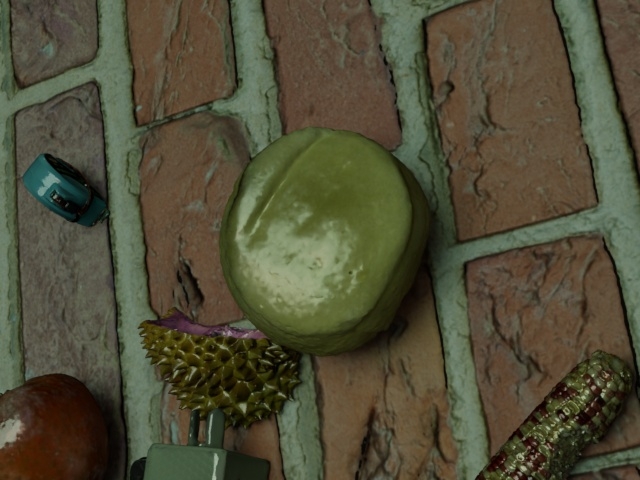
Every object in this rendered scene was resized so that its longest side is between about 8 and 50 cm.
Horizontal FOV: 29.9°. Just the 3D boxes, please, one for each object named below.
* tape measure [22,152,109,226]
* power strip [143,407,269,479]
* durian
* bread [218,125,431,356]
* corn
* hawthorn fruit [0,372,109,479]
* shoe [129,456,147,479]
[{"bbox_3d":[-0.443,-0.091,2.056,0.081,0.125,0.146,-51,57,8],"label":"tape measure"},{"bbox_3d":[-0.168,0.358,1.745,0.139,0.140,0.224,-1,73,30],"label":"power strip"},{"bbox_3d":[-0.162,0.199,1.816,0.260,0.153,0.187,-7,95,36],"label":"durian"},{"bbox_3d":[0.003,0.002,1.714,0.320,0.237,0.321,-3,80,16],"label":"bread"},{"bbox_3d":[0.295,0.264,1.536,0.290,0.098,0.098,-50,57,4],"label":"corn"},{"bbox_3d":[-0.437,0.324,1.880,0.235,0.263,0.231,-44,24,-1],"label":"hawthorn fruit"},{"bbox_3d":[-0.254,0.413,1.829,0.071,0.049,0.179,3,98,20],"label":"shoe"}]
